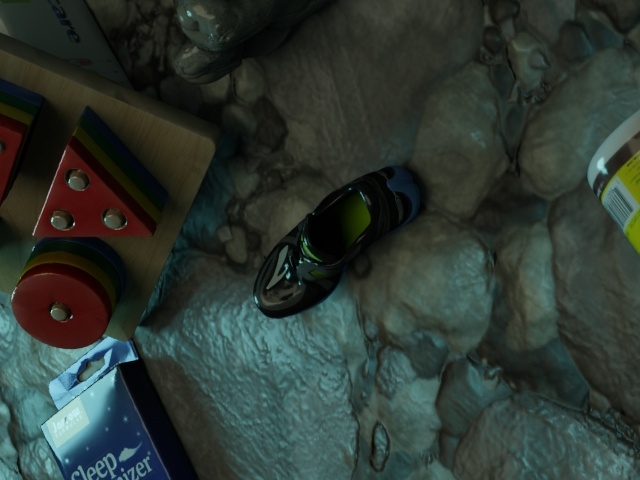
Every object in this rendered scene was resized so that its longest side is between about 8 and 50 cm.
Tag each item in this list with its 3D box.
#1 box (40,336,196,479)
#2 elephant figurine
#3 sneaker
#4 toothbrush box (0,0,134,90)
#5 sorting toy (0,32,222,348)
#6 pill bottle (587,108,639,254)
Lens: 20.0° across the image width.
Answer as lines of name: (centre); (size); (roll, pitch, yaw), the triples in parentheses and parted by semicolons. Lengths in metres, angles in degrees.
box: (-0.187, 0.208, 1.707); (0.136, 0.036, 0.225); (-38, 71, 37)
elephant figurine: (-0.109, -0.263, 1.484); (0.239, 0.186, 0.169); (59, 149, 6)
sneaker: (0.000, 0.000, 1.492); (0.188, 0.078, 0.067); (-41, 71, 36)
toothbrush box: (-0.328, -0.121, 1.719); (0.283, 0.122, 0.206); (-42, 71, 34)
sorting toy: (-0.251, -0.029, 1.576); (0.255, 0.089, 0.257); (23, 128, -5)
pill bottle: (0.285, 0.004, 1.233); (0.117, 0.117, 0.215); (-47, 68, 34)
